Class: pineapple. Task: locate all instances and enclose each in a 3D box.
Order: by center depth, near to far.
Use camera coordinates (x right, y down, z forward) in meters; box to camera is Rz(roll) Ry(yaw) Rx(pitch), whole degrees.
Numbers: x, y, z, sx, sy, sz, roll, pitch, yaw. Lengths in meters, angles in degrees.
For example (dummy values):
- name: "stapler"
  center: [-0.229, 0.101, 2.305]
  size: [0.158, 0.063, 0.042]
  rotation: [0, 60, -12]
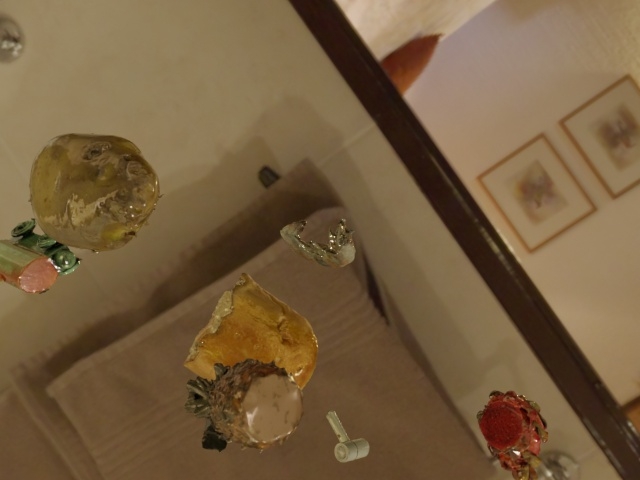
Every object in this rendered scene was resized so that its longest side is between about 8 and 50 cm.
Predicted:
- name: "pineapple"
  center: [-0.151, 0.281, 1.263]
  size: [0.310, 0.141, 0.170]
  rotation: [-11, -124, 60]

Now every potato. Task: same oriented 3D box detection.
- name: "potato"
  center: [-0.360, -0.077, 1.183]
  size: [0.296, 0.191, 0.141]
  rotation: [9, 179, 44]

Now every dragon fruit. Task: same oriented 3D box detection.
- name: "dragon fruit"
  center: [0.410, 0.417, 1.538]
  size: [0.150, 0.207, 0.133]
  rotation: [-25, -170, -32]

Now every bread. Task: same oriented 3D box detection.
- name: "bread"
  center: [-0.206, 0.345, 2.351]
  size: [0.361, 0.394, 0.250]
  rotation: [-55, 174, -5]

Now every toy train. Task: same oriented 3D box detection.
- name: "toy train"
  center: [-0.701, 0.045, 1.755]
  size: [0.286, 0.116, 0.177]
  rotation: [14, -135, 44]

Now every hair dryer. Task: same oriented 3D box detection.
- name: "hair dryer"
  center: [0.056, 0.474, 1.799]
  size: [0.082, 0.137, 0.047]
  rotation: [2, 137, -47]

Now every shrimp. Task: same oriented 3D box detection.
- name: "shrimp"
  center: [0.000, 0.000, 2.270]
  size: [0.360, 0.247, 0.085]
  rotation: [131, -19, -67]
